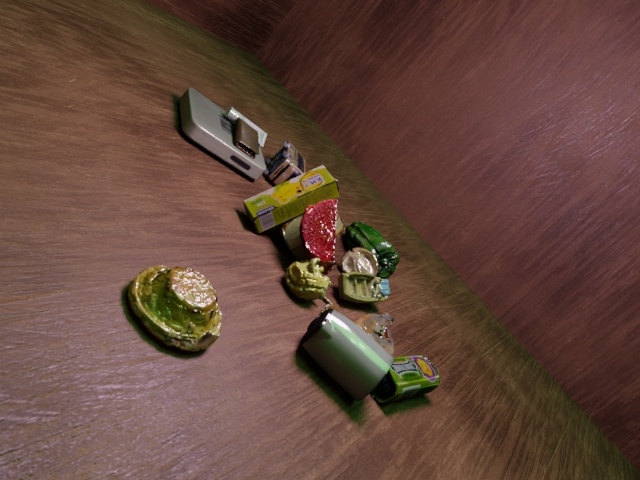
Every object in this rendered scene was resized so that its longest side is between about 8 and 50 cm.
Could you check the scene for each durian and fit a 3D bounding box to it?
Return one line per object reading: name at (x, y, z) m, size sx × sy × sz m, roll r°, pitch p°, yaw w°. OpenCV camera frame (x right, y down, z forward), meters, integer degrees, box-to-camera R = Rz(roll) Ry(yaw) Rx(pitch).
durian at (0.159, 0.120, 2.351) m, size 0.091 × 0.148 × 0.188 m, roll 66°, pitch 12°, yaw -65°

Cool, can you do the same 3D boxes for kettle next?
kettle at (0.061, 0.312, 1.703) m, size 0.236 × 0.161 × 0.221 m, roll 41°, pitch -9°, yaw -1°

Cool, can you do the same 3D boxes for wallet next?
wallet at (-0.293, -0.409, 2.389) m, size 0.110 × 0.031 × 0.198 m, roll 34°, pitch 27°, yaw -29°

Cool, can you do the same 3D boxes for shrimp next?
shrimp at (0.212, 0.324, 2.107) m, size 0.164 × 0.062 × 0.317 m, roll 53°, pitch 25°, yaw 14°
shrimp at (0.014, 0.212, 1.985) m, size 0.091 × 0.025 × 0.127 m, roll 46°, pitch 14°, yaw 8°

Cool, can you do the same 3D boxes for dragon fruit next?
dragon fruit at (-0.011, 0.002, 2.037) m, size 0.126 × 0.161 × 0.274 m, roll 3°, pitch 61°, yaw -1°

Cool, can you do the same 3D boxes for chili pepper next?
chili pepper at (0.204, 0.041, 2.550) m, size 0.213 × 0.167 × 0.385 m, roll 52°, pitch 2°, yaw -23°

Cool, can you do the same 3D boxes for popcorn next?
popcorn at (-0.046, 0.126, 1.919) m, size 0.141 × 0.162 × 0.135 m, roll 26°, pitch 49°, yaw 20°

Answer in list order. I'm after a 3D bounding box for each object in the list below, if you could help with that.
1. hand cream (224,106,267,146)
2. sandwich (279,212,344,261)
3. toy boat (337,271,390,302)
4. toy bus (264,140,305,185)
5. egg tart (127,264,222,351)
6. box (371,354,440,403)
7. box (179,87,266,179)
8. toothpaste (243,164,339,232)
hand cream at (-0.307, -0.475, 2.499) m, size 0.205 × 0.050 × 0.078 m, roll 35°, pitch 48°, yaw -30°
sandwich at (-0.064, -0.043, 2.197) m, size 0.155 × 0.227 × 0.198 m, roll 60°, pitch -21°, yaw -14°
toy boat at (0.149, 0.174, 2.207) m, size 0.276 × 0.084 × 0.111 m, roll 9°, pitch 75°, yaw -50°
toy bus at (-0.146, -0.317, 2.631) m, size 0.157 × 0.139 × 0.289 m, roll 43°, pitch 14°, yaw -18°
egg tart at (-0.313, 0.139, 1.358) m, size 0.241 × 0.106 × 0.241 m, roll 35°, pitch 24°, yaw -19°
box at (0.262, 0.432, 1.908) m, size 0.345 × 0.097 × 0.134 m, roll 13°, pitch 36°, yaw -56°
box at (-0.398, -0.430, 2.426) m, size 0.367 × 0.090 × 0.373 m, roll 33°, pitch 20°, yaw -31°
toothpaste at (-0.101, -0.144, 2.084) m, size 0.110 × 0.327 × 0.077 m, roll 53°, pitch -16°, yaw 43°
